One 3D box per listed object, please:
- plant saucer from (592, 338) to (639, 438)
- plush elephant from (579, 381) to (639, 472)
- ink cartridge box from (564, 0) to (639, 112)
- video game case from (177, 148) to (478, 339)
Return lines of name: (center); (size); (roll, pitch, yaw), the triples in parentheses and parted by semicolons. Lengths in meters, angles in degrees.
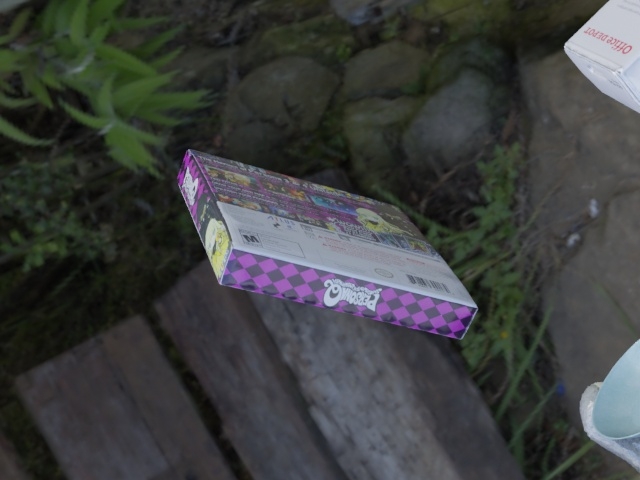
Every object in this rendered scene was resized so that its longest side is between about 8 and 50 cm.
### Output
plant saucer: (0.402, 0.165, 1.336); (0.037, 0.195, 0.195); (41, 144, -10)
plush elephant: (0.524, 0.286, 1.398); (0.330, 0.272, 0.255); (27, 129, -19)
ink cartridge box: (0.414, -0.258, 1.339); (0.092, 0.218, 0.158); (45, -174, -24)
video game case: (0.000, 0.000, 1.026); (0.042, 0.232, 0.210); (-67, 25, 20)
